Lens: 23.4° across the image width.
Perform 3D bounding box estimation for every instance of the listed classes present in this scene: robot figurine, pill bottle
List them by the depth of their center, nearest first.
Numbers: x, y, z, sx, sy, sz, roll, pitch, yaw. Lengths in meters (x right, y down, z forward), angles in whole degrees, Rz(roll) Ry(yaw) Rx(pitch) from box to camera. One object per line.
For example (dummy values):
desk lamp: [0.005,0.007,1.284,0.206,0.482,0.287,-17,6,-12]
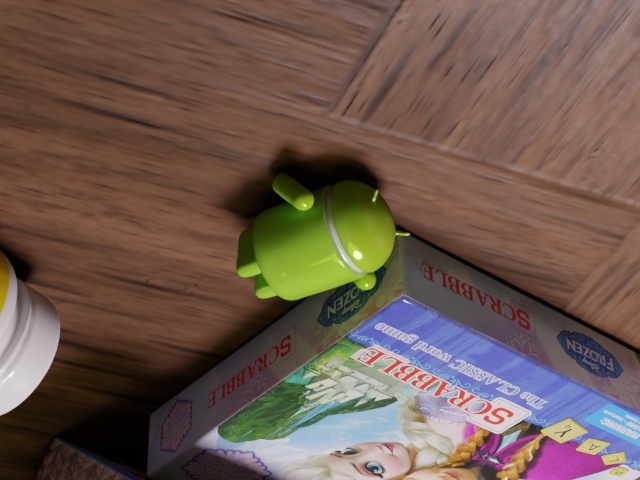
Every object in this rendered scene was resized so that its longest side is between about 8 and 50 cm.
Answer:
pill bottle: [-0.284,0.033,1.048,0.119,0.119,0.208,-25,136,27]
robot figurine: [0.000,0.000,1.051,0.115,0.067,0.101,-21,129,23]

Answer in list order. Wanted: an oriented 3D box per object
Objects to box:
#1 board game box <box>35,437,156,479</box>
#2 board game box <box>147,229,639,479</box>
board game box: [-0.085,0.296,1.279,0.291,0.141,0.232,27,172,-31]
board game box: [0.079,0.152,1.244,0.319,0.066,0.318,26,135,-29]
